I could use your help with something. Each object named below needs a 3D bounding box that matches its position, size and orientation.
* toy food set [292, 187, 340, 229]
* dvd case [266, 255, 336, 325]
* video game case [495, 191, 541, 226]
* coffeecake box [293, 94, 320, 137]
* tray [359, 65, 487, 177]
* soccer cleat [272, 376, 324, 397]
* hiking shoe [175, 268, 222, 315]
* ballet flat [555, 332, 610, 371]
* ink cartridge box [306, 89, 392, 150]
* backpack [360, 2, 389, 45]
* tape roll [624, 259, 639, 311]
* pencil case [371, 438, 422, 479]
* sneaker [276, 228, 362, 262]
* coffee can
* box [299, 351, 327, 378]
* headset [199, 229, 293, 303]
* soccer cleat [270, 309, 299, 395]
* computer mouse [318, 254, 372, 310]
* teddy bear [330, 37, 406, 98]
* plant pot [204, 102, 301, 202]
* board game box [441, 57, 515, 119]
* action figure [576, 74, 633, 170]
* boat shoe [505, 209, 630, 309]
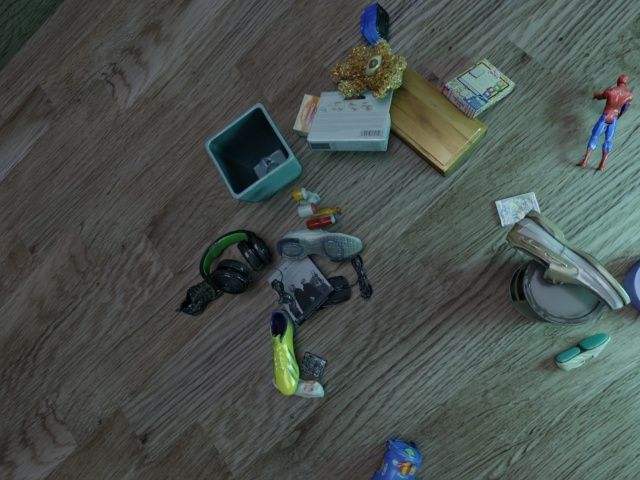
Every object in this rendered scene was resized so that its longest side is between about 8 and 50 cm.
[{"bbox_3d":[-0.004,-0.106,1.485,0.104,0.232,0.111,-14,64,13],"label":"toy food set"},{"bbox_3d":[-0.073,0.156,1.536,0.179,0.029,0.239,-44,51,6],"label":"dvd case"},{"bbox_3d":[0.643,-0.101,1.417,0.121,0.011,0.087,-15,78,14],"label":"video game case"},{"bbox_3d":[0.011,-0.450,1.626,0.185,0.068,0.143,18,86,18],"label":"coffeecake box"},{"bbox_3d":[0.352,-0.433,1.522,0.203,0.076,0.411,-46,72,5],"label":"tray"},{"bbox_3d":[-0.079,0.509,1.508,0.196,0.076,0.068,2,49,31],"label":"soccer cleat"},{"bbox_3d":[-0.440,0.196,1.633,0.086,0.114,0.227,41,94,17],"label":"hiking shoe"},{"bbox_3d":[0.784,0.335,1.294,0.168,0.057,0.052,-32,102,13],"label":"ballet flat"},{"bbox_3d":[0.109,-0.423,1.527,0.274,0.060,0.239,4,59,18],"label":"ink cartridge box"},{"bbox_3d":[0.201,-0.789,1.612,0.101,0.097,0.120,-9,77,44],"label":"backpack"},{"bbox_3d":[0.990,0.132,1.243,0.188,0.080,0.189,-3,80,16],"label":"tape roll"},{"bbox_3d":[0.207,0.769,1.352,0.119,0.133,0.307,24,89,-22],"label":"pencil case"},{"bbox_3d":[0.000,0.000,1.530,0.296,0.129,0.111,4,119,7],"label":"sneaker"},{"bbox_3d":[0.661,0.137,1.235,0.201,0.275,0.202,-3,80,16],"label":"coffee can"},{"bbox_3d":[-0.025,0.437,1.524,0.083,0.018,0.067,18,87,18],"label":"box"},{"bbox_3d":[-0.262,0.105,1.562,0.393,0.185,0.243,21,63,41],"label":"headset"},{"bbox_3d":[-0.134,0.377,1.485,0.093,0.121,0.290,-12,63,14],"label":"soccer cleat"},{"bbox_3d":[0.039,0.141,1.530,0.261,0.060,0.184,-14,79,14],"label":"computer mouse"},{"bbox_3d":[0.153,-0.608,1.521,0.244,0.113,0.338,-25,40,8],"label":"teddy bear"},{"bbox_3d":[-0.209,-0.284,1.568,0.247,0.252,0.248,-34,74,9],"label":"plant pot"},{"bbox_3d":[0.529,-0.512,1.460,0.193,0.045,0.147,-35,72,-15],"label":"board game box"},{"bbox_3d":[0.883,-0.366,1.357,0.091,0.139,0.281,17,109,15],"label":"action figure"},{"bbox_3d":[0.596,0.063,1.069,0.103,0.113,0.302,-43,62,7],"label":"boat shoe"}]
